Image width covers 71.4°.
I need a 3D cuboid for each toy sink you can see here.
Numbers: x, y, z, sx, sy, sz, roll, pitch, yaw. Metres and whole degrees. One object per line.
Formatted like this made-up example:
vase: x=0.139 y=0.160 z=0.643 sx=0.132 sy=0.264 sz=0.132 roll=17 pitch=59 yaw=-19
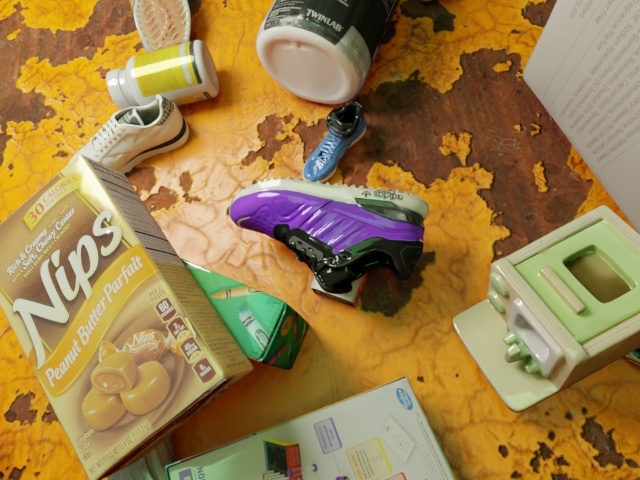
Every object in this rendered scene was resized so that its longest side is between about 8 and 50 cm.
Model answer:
toy sink: x=0.306 y=0.087 z=0.570 sx=0.234 sy=0.131 sz=0.152 roll=-27 pitch=55 yaw=-1

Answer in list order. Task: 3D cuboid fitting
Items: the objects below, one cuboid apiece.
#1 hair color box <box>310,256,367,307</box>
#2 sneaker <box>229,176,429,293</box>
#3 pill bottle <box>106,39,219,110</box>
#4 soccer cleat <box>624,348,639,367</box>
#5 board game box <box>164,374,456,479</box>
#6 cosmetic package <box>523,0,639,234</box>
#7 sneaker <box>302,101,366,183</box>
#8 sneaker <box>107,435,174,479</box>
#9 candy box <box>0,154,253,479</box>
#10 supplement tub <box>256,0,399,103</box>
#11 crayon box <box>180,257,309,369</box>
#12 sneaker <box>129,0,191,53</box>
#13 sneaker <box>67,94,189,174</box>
hair color box: x=0.044 y=0.025 z=0.695 sx=0.072 sy=0.043 sz=0.141 roll=19 pitch=73 yaw=15
sneaker: x=0.000 y=0.000 z=0.633 sx=0.294 sy=0.102 sz=0.146 roll=4 pitch=71 yaw=12
pill bottle: x=-0.291 y=-0.299 z=0.828 sx=0.184 sy=0.103 sz=0.103 roll=-12 pitch=69 yaw=4
soccer cleat: x=0.440 y=0.164 z=0.589 sx=0.083 sy=0.035 sz=0.029 roll=38 pitch=80 yaw=19
board game box: x=0.008 y=0.326 z=0.516 sx=0.317 sy=0.064 sz=0.242 roll=-14 pitch=61 yaw=-17
cosmetic package: x=0.517 y=-0.204 z=0.508 sx=0.330 sy=0.327 sz=0.393 roll=-30 pitch=77 yaw=6
sneaker: x=0.019 y=-0.166 z=0.743 sx=0.058 sy=0.084 sz=0.152 roll=40 pitch=81 yaw=19
sneaker: x=-0.234 y=0.312 z=0.605 sx=0.111 sy=0.129 sz=0.296 roll=-14 pitch=88 yaw=2
candy box: x=-0.246 y=0.079 z=0.521 sx=0.183 sy=0.087 sz=0.316 roll=-39 pitch=75 yaw=3
supplement tub: x=0.034 y=-0.417 z=0.773 sx=0.194 sy=0.193 sz=0.315 roll=19 pitch=74 yaw=15
crayon box: x=-0.167 y=0.090 z=0.639 sx=0.279 sy=0.165 sz=0.081 roll=20 pitch=75 yaw=15
sneaker: x=-0.333 y=-0.483 z=0.910 sx=0.108 sy=0.121 sz=0.301 roll=-12 pitch=87 yaw=-18
sneaker: x=-0.361 y=-0.184 z=0.804 sx=0.235 sy=0.095 sz=0.090 roll=-30 pitch=71 yaw=-1
